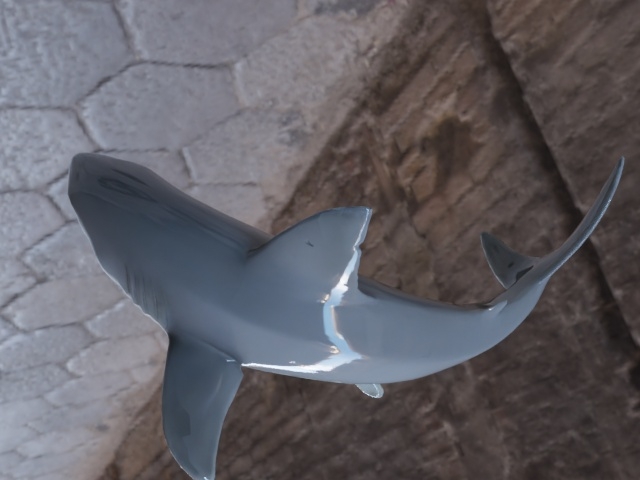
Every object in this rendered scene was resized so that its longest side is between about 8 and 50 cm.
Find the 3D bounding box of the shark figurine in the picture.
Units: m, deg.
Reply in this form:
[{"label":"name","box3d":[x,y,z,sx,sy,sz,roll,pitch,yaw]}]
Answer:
[{"label":"shark figurine","box3d":[0.024,0.015,0.425,0.278,0.166,0.116,5,139,-15]}]
